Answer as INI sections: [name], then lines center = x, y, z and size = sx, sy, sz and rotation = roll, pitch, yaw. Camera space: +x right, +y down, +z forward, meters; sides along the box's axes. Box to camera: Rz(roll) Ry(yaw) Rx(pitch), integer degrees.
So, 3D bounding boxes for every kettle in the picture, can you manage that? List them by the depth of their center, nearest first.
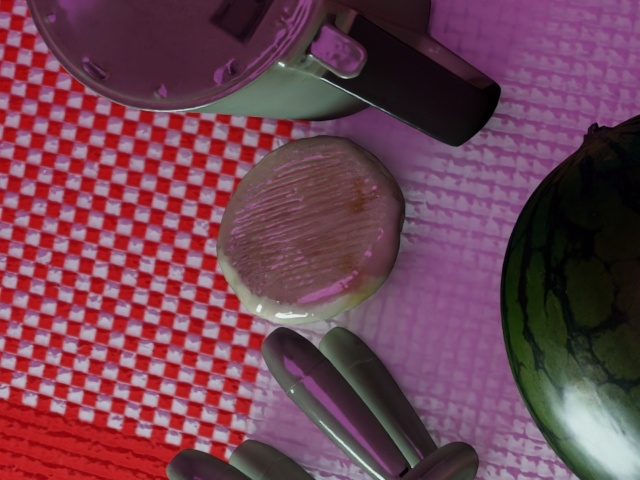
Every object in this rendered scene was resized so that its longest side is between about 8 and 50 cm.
[kettle]
center = -0.013, -0.195, 1.604
size = 0.361, 0.377, 0.250
rotation = 30, 99, 16

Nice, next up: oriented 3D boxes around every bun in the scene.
[bun]
center = 0.000, 0.000, 1.738
size = 0.183, 0.102, 0.183
rotation = -9, 66, 20

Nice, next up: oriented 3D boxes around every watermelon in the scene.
[watermelon]
center = 0.314, 0.060, 1.521
size = 0.363, 0.363, 0.363
rotation = 0, 90, 18

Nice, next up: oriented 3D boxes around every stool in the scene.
[stool]
center = 0.008, 0.202, 1.699
size = 0.199, 0.195, 0.195
rotation = 41, 102, 20
